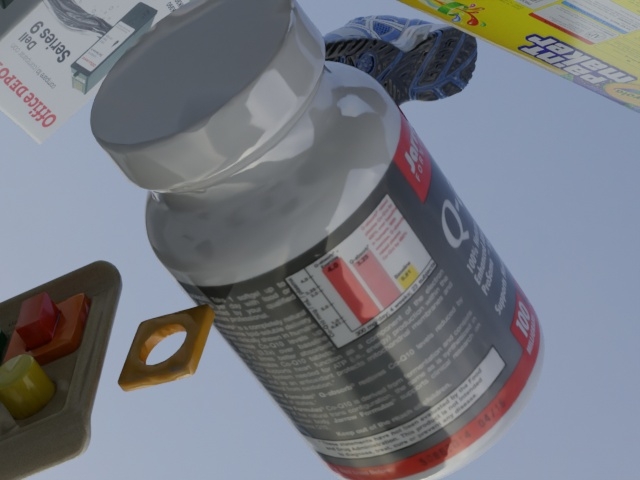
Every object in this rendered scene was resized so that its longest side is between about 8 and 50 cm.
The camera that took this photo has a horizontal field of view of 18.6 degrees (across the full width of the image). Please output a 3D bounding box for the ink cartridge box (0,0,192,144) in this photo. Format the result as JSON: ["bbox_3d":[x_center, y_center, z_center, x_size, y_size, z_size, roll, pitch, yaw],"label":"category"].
[{"bbox_3d":[-0.249,-0.258,1.968,0.121,0.289,0.211,46,-1,22],"label":"ink cartridge box"}]

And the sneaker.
[{"bbox_3d":[0.033,-0.140,1.602,0.081,0.211,0.080,22,-66,41],"label":"sneaker"}]

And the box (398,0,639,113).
[{"bbox_3d":[0.193,-0.268,1.283,0.177,0.290,0.279,-14,-119,51],"label":"box"}]

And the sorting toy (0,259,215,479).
[{"bbox_3d":[-0.237,0.100,1.423,0.047,0.348,0.196,55,21,-32],"label":"sorting toy"}]

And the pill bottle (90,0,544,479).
[{"bbox_3d":[0.000,0.000,1.450,0.363,0.210,0.210,54,-12,-33],"label":"pill bottle"}]
